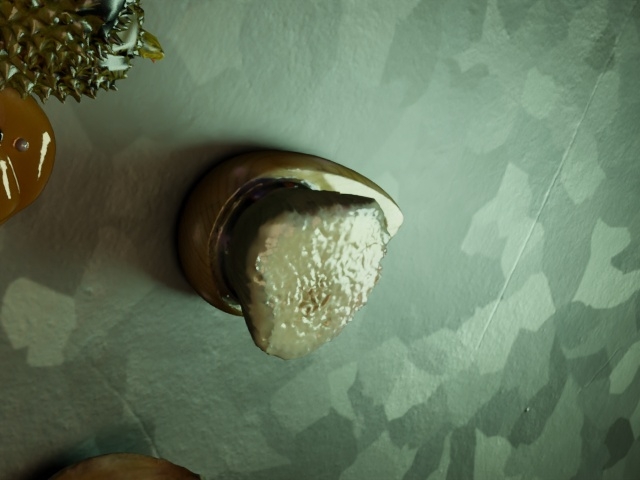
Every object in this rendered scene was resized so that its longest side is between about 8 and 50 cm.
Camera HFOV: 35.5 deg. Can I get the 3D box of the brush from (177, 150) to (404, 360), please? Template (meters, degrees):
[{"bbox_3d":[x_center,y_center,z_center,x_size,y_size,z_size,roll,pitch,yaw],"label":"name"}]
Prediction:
[{"bbox_3d":[0.000,0.000,1.017,0.267,0.166,0.174,-15,116,-34],"label":"brush"}]

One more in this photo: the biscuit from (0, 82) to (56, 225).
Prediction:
[{"bbox_3d":[-0.306,-0.073,0.831,0.170,0.050,0.170,-14,115,-33],"label":"biscuit"}]

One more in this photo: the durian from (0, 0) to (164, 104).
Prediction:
[{"bbox_3d":[-0.198,-0.206,0.791,0.237,0.138,0.193,26,80,-41],"label":"durian"}]

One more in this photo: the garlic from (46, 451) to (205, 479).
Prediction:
[{"bbox_3d":[-0.228,0.276,0.995,0.207,0.128,0.115,-42,85,-21],"label":"garlic"}]
